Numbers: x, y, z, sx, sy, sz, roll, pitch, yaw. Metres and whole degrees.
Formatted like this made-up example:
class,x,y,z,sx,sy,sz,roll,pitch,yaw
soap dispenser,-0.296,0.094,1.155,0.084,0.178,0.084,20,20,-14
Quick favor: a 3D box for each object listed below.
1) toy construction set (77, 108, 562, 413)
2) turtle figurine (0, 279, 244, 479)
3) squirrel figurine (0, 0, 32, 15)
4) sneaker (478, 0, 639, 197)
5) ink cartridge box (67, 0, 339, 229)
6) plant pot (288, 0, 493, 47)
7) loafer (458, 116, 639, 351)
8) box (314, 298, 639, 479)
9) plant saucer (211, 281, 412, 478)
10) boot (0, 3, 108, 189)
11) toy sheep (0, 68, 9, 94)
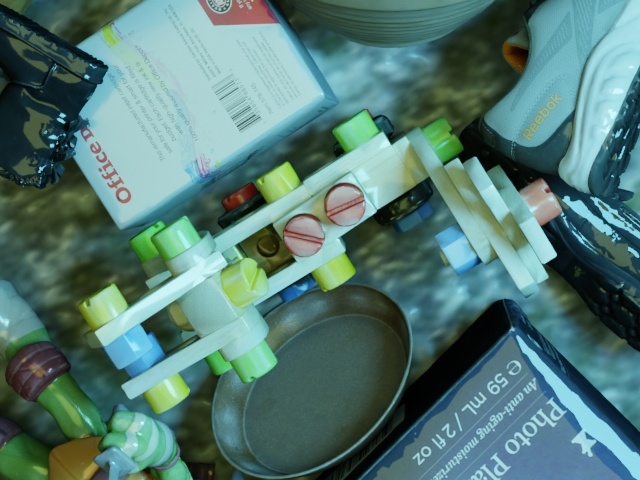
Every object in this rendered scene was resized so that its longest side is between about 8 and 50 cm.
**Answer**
class,x,y,z,sx,sy,sz,roll,pitch,yaw
toy construction set,0.000,0.000,1.249,0.328,0.215,0.151,-17,97,4
turtle figurine,-0.201,0.171,1.266,0.266,0.198,0.275,43,56,16
squirrel figurine,-0.287,-0.410,1.223,0.370,0.281,0.397,30,79,-2
sneaker,0.193,-0.159,1.244,0.108,0.100,0.271,17,60,18
ink cartridge box,-0.096,-0.106,1.291,0.176,0.127,0.128,-32,90,5
plant pot,0.051,-0.214,1.262,0.237,0.237,0.109,0,136,4
loafer,0.194,-0.013,1.316,0.223,0.076,0.078,44,59,6
box,0.134,0.251,1.278,0.294,0.183,0.296,44,96,-2
plant saucer,-0.002,0.106,1.304,0.168,0.168,0.029,-36,129,5
boot,-0.210,-0.100,1.220,0.121,0.045,0.099,31,102,7
toy sheep,-0.276,-0.117,1.323,0.132,0.091,0.091,39,95,0
